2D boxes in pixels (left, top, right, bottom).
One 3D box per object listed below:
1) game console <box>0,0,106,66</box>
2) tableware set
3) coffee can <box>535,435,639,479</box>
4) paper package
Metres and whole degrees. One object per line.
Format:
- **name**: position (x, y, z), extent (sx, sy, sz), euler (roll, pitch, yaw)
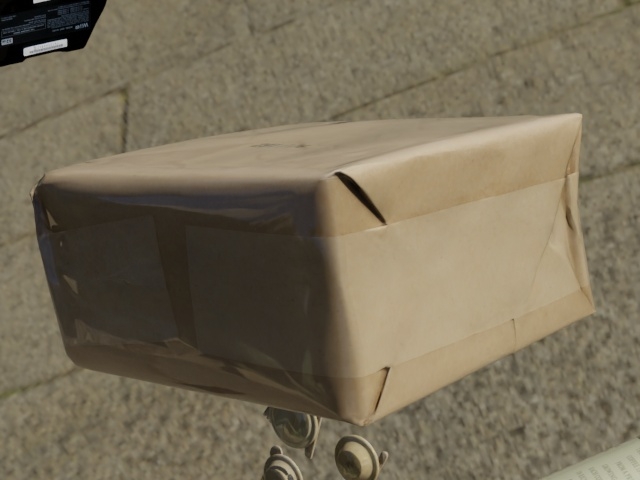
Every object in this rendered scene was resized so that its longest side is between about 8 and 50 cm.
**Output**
- **game console**: position (-0.249, -0.176, 0.597), extent (0.361, 0.213, 0.044), euler (-22, 46, -39)
- **tableware set**: position (-0.003, 0.239, 1.208), extent (0.169, 0.141, 0.020), euler (33, 29, 28)
- **coffee can**: position (0.222, 0.178, 0.573), extent (0.275, 0.201, 0.201), euler (-24, 34, 2)
- **paper package**: position (0.000, 0.000, 0.908), extent (0.325, 0.168, 0.309), euler (3, 15, 44)
